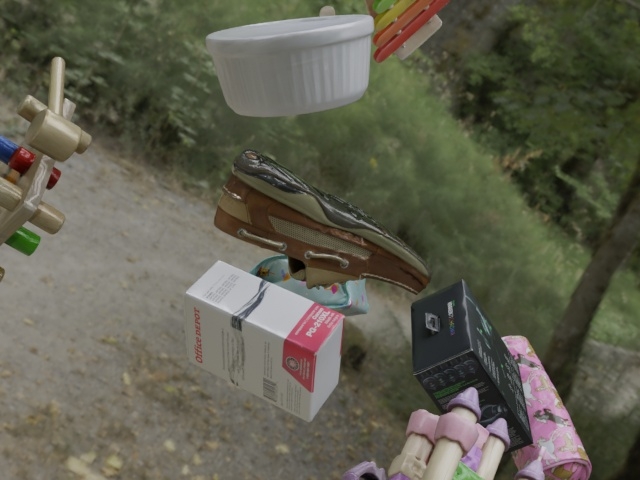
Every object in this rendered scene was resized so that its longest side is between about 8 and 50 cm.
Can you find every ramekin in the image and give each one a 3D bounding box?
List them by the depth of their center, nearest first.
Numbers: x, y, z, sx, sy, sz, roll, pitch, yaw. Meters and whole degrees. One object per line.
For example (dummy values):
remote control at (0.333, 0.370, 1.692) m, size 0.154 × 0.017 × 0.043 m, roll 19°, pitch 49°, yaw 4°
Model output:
ramekin at (-0.043, -0.283, 1.386) m, size 0.272 × 0.127 × 0.273 m, roll -7°, pitch 19°, yaw 2°

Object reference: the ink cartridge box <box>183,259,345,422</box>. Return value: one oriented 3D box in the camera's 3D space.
ink cartridge box at (-0.091, 0.158, 1.365) m, size 0.237 × 0.172 × 0.100 m, roll 23°, pitch 45°, yaw 19°

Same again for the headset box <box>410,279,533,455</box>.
headset box at (0.297, 0.255, 1.735) m, size 0.283 × 0.131 × 0.246 m, roll 55°, pitch 21°, yaw -24°

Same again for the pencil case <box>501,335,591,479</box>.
pencil case at (0.480, 0.403, 1.999) m, size 0.160 × 0.167 × 0.386 m, roll 77°, pitch -2°, yaw -46°

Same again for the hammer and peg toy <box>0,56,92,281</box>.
hammer and peg toy at (-0.452, -0.106, 1.340) m, size 0.127 × 0.361 × 0.266 m, roll 35°, pitch 38°, yaw -29°

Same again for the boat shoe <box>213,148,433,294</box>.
boat shoe at (0.000, 0.000, 1.139) m, size 0.324 × 0.120 × 0.122 m, roll 29°, pitch 8°, yaw -26°

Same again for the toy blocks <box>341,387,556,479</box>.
toy blocks at (0.240, 0.389, 1.428) m, size 0.288 × 0.309 × 0.260 m, roll 39°, pitch 52°, yaw -8°

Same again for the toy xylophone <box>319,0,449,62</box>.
toy xylophone at (0.128, -0.441, 1.612) m, size 0.081 × 0.236 × 0.322 m, roll 48°, pitch 9°, yaw 19°

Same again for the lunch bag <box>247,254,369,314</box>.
lunch bag at (-0.035, 0.114, 2.029) m, size 0.262 × 0.160 × 0.223 m, roll -6°, pitch -11°, yaw 13°
